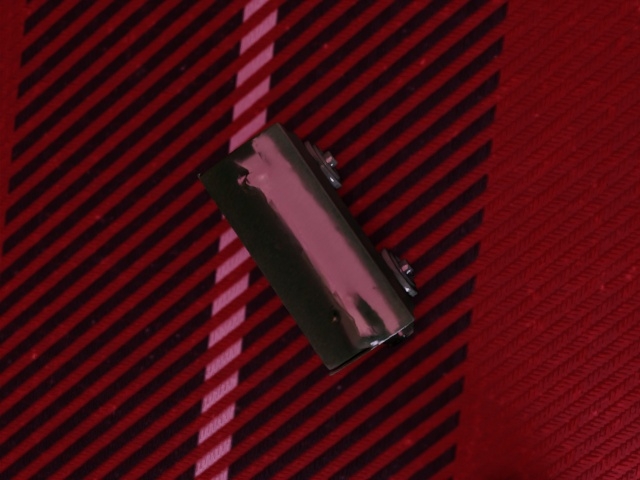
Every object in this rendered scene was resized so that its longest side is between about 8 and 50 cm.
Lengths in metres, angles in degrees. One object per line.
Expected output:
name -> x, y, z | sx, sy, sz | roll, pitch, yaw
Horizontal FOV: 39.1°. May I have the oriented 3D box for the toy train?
toy train -> 0.000, 0.000, 1.026 | 0.120, 0.202, 0.300 | -35, 86, 12
